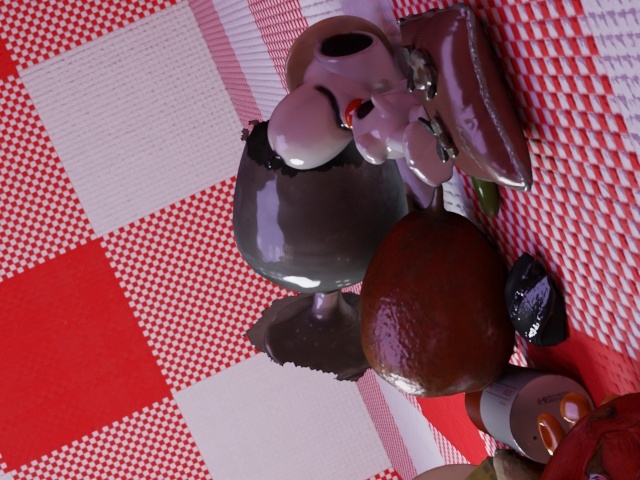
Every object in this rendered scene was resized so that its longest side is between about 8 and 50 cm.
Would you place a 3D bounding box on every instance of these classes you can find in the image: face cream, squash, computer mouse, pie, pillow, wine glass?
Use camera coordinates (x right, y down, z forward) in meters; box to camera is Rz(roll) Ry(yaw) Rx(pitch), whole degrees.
[{"bbox_3d":[0.235,0.194,1.355,0.214,0.096,0.096,164,81,-83],"label":"face cream"},{"bbox_3d":[0.173,-0.058,1.238,0.027,0.027,0.089,55,170,56],"label":"squash"},{"bbox_3d":[0.221,0.068,1.233,0.079,0.047,0.135,59,169,35],"label":"computer mouse"},{"bbox_3d":[0.274,0.301,1.344,0.218,0.052,0.185,34,-168,-33],"label":"pie"},{"bbox_3d":[0.130,-0.131,1.101,0.179,0.075,0.171,65,173,-12],"label":"pillow"},{"bbox_3d":[0.000,0.000,1.522,0.238,0.238,0.323,-125,27,-54],"label":"wine glass"}]

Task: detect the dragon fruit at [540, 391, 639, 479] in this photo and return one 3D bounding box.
[{"bbox_3d":[0.261,0.207,0.932,0.209,0.172,0.172,92,154,-57],"label":"dragon fruit"}]

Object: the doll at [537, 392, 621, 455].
[{"bbox_3d":[0.288,0.247,1.127,0.143,0.135,0.221,-6,105,49],"label":"doll"}]

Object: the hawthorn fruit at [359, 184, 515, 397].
[{"bbox_3d":[0.132,0.053,1.353,0.199,0.199,0.251,-130,33,-64],"label":"hawthorn fruit"}]

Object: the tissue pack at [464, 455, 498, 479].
[{"bbox_3d":[0.290,0.390,1.408,0.185,0.081,0.257,35,-168,-36],"label":"tissue pack"}]

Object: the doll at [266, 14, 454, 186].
[{"bbox_3d":[0.066,-0.154,1.319,0.271,0.208,0.144,3,146,43],"label":"doll"}]

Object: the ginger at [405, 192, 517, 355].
[{"bbox_3d":[0.153,0.051,1.577,0.334,0.081,0.148,-127,29,-55],"label":"ginger"}]

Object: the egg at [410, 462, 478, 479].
[{"bbox_3d":[0.214,0.472,1.726,0.345,0.283,0.283,-120,7,-69],"label":"egg"}]
